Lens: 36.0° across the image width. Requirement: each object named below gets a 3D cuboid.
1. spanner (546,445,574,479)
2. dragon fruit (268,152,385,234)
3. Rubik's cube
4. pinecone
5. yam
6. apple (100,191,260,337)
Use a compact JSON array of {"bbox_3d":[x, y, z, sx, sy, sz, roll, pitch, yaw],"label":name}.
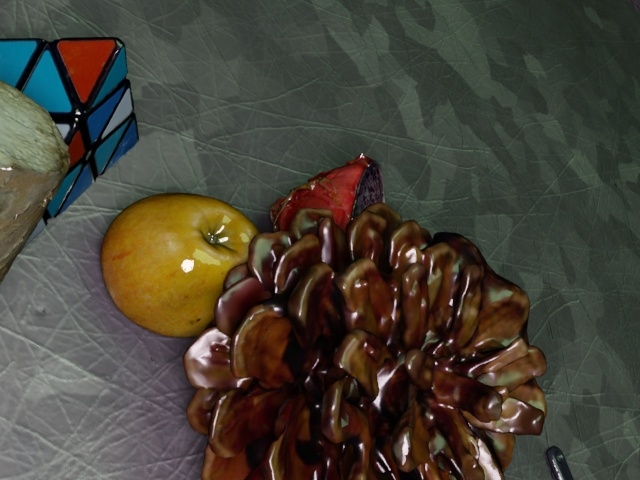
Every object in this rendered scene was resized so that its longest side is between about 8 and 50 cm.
[{"bbox_3d":[0.420,0.470,1.522,0.087,0.024,0.315,1,63,-46],"label":"spanner"},{"bbox_3d":[0.000,-0.004,1.319,0.223,0.148,0.218,73,26,-57],"label":"dragon fruit"},{"bbox_3d":[-0.342,-0.178,1.081,0.234,0.250,0.284,33,47,2],"label":"Rubik's cube"},{"bbox_3d":[0.055,0.161,1.051,0.398,0.398,0.397,24,50,-33],"label":"pinecone"},{"bbox_3d":[-0.348,-0.028,0.909,0.161,0.268,0.161,27,34,-20],"label":"yam"},{"bbox_3d":[-0.153,0.025,1.132,0.182,0.155,0.182,22,54,-34],"label":"apple"}]
